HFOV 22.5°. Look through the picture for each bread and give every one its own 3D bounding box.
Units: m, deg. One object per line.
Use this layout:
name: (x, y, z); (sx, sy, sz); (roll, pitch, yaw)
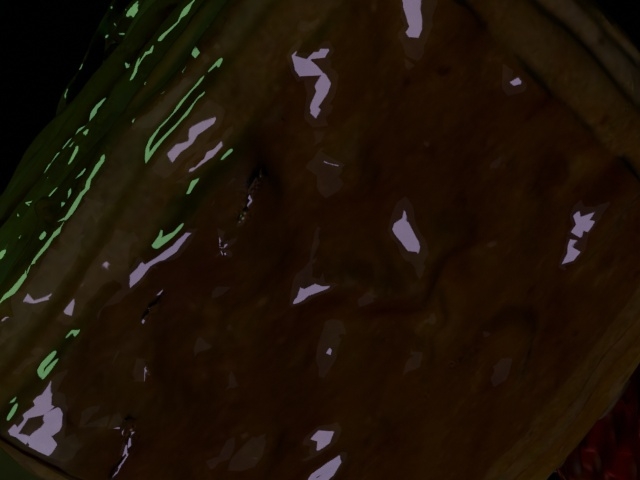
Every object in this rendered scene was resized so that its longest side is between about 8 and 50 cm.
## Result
bread: (0.000, 0.000, 0.665); (0.277, 0.167, 0.324); (-51, 137, 4)

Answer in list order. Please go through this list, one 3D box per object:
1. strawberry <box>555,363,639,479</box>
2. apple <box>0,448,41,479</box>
strawberry: (0.274, 0.109, 0.890); (0.292, 0.292, 0.343); (8, 149, -28)
apple: (-0.277, 0.208, 0.781); (0.473, 0.474, 0.474); (-6, 152, -3)
